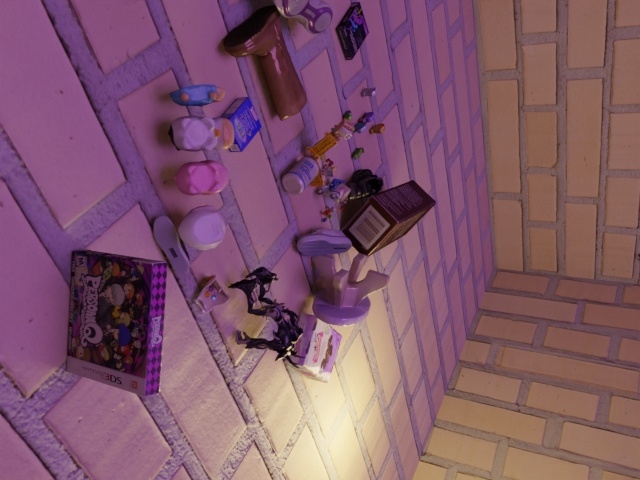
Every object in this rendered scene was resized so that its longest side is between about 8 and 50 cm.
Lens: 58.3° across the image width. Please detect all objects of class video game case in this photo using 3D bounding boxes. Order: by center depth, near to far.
[{"bbox_3d":[-0.367,0.141,1.022,0.042,0.210,0.232,-1,97,-60],"label":"video game case"}]

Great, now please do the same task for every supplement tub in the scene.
[{"bbox_3d":[-0.058,-0.185,1.647,0.107,0.071,0.071,-54,139,-42],"label":"supplement tub"}]

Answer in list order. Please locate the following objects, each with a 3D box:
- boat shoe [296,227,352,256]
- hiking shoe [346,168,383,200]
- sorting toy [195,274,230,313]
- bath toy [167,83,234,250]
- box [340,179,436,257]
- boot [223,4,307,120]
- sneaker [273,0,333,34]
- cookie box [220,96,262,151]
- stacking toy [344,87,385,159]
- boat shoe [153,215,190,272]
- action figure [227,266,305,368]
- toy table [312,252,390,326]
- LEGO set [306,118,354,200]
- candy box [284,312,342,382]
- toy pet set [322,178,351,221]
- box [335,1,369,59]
[{"bbox_3d":[0.000,0.000,1.786,0.226,0.075,0.083,7,133,-49],"label":"boat shoe"},{"bbox_3d":[0.167,-0.190,1.977,0.227,0.114,0.086,-55,141,-60],"label":"hiking shoe"},{"bbox_3d":[-0.267,0.133,1.371,0.075,0.045,0.083,-56,141,-29],"label":"sorting toy"},{"bbox_3d":[-0.260,-0.155,1.246,0.152,0.129,0.348,-4,98,-34],"label":"bath toy"},{"bbox_3d":[0.252,-0.086,2.059,0.191,0.143,0.381,-49,165,30],"label":"box"},{"bbox_3d":[-0.126,-0.428,1.466,0.236,0.089,0.269,-57,142,-39],"label":"boot"},{"bbox_3d":[-0.078,-0.634,1.466,0.114,0.152,0.305,-45,164,10],"label":"sneaker"},{"bbox_3d":[-0.198,-0.285,1.410,0.107,0.040,0.091,-60,142,-36],"label":"cookie box"},{"bbox_3d":[0.156,-0.410,2.001,0.221,0.052,0.167,-55,140,-39],"label":"stacking toy"},{"bbox_3d":[-0.323,0.005,1.248,0.040,0.049,0.142,-103,176,-63],"label":"boat shoe"},{"bbox_3d":[-0.138,0.213,1.515,0.164,0.141,0.275,-41,114,-53],"label":"action figure"},{"bbox_3d":[0.080,0.145,1.809,0.274,0.252,0.160,-62,166,-71],"label":"toy table"},{"bbox_3d":[0.030,-0.265,1.725,0.107,0.132,0.287,-58,164,-46],"label":"LEGO set"},{"bbox_3d":[-0.019,0.342,1.812,0.196,0.070,0.164,48,54,-53],"label":"candy box"},{"bbox_3d":[0.040,-0.138,1.863,0.122,0.065,0.114,-36,161,-49],"label":"toy pet set"},{"bbox_3d":[0.107,-0.689,1.886,0.162,0.029,0.116,-62,144,-31],"label":"box"}]
